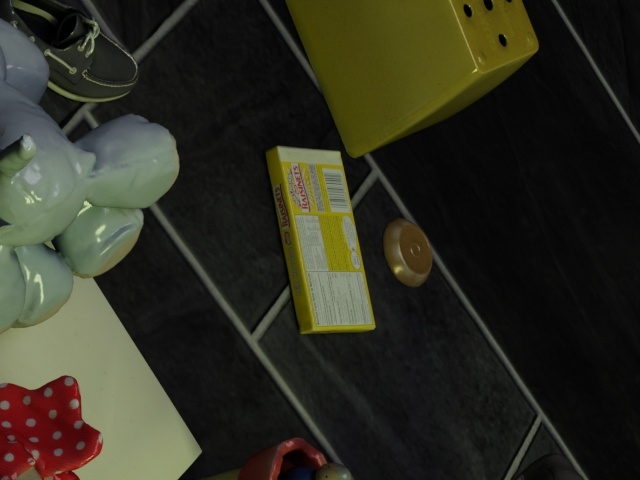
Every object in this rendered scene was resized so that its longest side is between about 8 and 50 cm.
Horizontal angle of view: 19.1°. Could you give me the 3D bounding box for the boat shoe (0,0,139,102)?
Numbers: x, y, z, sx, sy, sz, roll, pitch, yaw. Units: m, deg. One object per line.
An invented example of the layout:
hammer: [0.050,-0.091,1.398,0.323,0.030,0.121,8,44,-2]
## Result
boat shoe: [-0.245,-0.190,1.836,0.206,0.065,0.075,22,59,-43]

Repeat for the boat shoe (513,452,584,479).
boat shoe: [0.185,0.355,1.942,0.112,0.335,0.095,15,35,-23]

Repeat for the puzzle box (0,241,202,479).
puzzle box: [-0.290,0.102,1.672,0.409,0.052,0.272,59,41,-13]

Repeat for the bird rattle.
bird rattle: [-0.271,0.200,1.498,0.207,0.143,0.253,12,44,-20]

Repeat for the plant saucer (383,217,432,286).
plant saucer: [0.105,0.012,2.196,0.083,0.015,0.083,23,58,-42]

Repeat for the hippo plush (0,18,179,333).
hippo plush: [-0.295,-0.068,1.581,0.236,0.234,0.294,45,19,17]

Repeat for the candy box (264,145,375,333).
candy box: [0.000,0.000,2.070,0.105,0.027,0.205,1,74,-46]

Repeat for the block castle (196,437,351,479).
block castle: [0.008,0.440,1.749,0.303,0.213,0.453,31,53,-38]

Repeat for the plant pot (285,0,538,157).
plant pot: [0.122,-0.241,2.186,0.212,0.187,0.212,-26,95,-51]
